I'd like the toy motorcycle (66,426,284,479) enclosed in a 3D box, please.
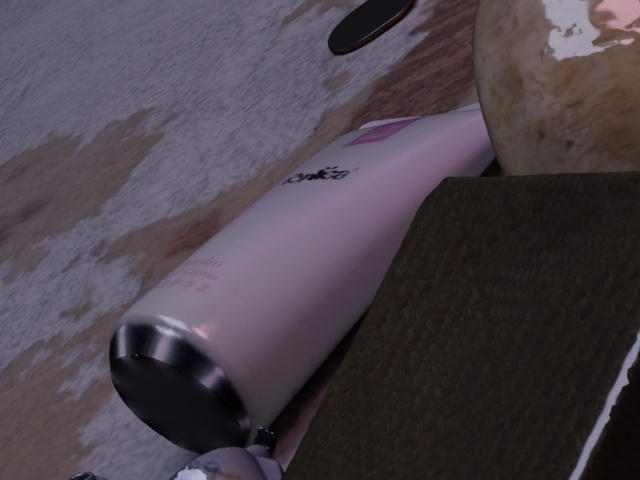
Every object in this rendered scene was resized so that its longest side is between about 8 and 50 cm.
[{"bbox_3d":[-0.072,0.171,0.863,0.106,0.159,0.270,-24,18,-29],"label":"toy motorcycle"}]

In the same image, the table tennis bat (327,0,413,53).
[{"bbox_3d":[0.071,-0.231,1.583,0.156,0.013,0.087,-34,23,8],"label":"table tennis bat"}]

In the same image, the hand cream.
[{"bbox_3d":[0.000,0.000,1.147,0.186,0.118,0.358,-9,29,46],"label":"hand cream"}]

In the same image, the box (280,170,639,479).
[{"bbox_3d":[0.092,0.116,0.689,0.184,0.143,0.273,0,56,53],"label":"box"}]

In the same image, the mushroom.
[{"bbox_3d":[0.190,-0.117,0.990,0.195,0.189,0.253,-26,28,29],"label":"mushroom"}]
